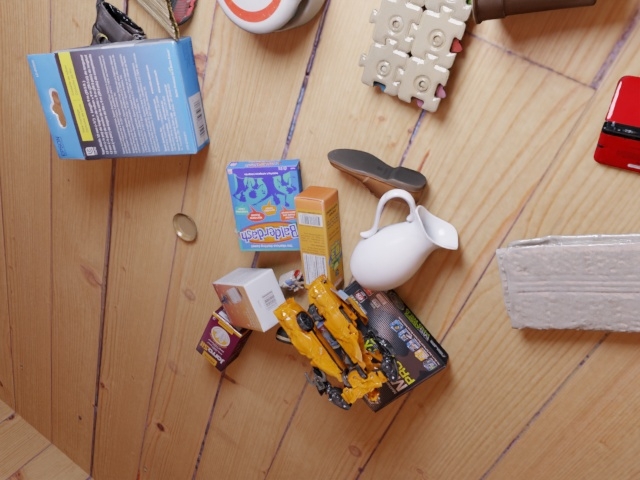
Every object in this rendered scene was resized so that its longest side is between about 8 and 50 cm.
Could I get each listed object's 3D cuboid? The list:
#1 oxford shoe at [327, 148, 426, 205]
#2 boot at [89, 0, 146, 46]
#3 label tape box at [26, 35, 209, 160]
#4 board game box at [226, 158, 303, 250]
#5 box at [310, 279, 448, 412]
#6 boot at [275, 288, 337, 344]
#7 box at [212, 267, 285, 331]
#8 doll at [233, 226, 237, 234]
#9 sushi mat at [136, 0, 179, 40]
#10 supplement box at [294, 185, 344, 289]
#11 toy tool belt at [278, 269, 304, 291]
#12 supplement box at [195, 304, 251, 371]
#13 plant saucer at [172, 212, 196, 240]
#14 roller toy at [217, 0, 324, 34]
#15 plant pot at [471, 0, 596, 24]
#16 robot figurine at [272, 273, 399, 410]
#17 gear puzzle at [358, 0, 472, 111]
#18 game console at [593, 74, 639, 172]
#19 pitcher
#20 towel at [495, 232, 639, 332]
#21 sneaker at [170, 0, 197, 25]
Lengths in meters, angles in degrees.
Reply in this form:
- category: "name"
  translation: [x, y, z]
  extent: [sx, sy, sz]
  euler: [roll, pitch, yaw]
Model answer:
- category: "oxford shoe"
  translation: [0.104, -0.124, 1.149]
  extent: [0.212, 0.076, 0.076]
  euler: [27, 136, 19]
- category: "boot"
  translation: [-0.478, -0.411, 1.365]
  extent: [0.263, 0.091, 0.229]
  euler: [45, 124, -2]
- category: "label tape box"
  translation: [-0.453, -0.322, 1.305]
  extent: [0.348, 0.115, 0.248]
  euler: [-1, 116, 11]
- category: "board game box"
  translation: [-0.117, -0.077, 1.293]
  extent: [0.160, 0.047, 0.210]
  euler: [-2, 118, 9]
- category: "box"
  translation: [0.121, 0.228, 1.296]
  extent: [0.216, 0.060, 0.270]
  euler: [-40, 90, 23]
- category: "boot"
  translation: [-0.029, 0.181, 1.407]
  extent: [0.198, 0.077, 0.136]
  euler: [-7, 106, 22]
- category: "box"
  translation: [-0.175, 0.146, 1.432]
  extent: [0.171, 0.091, 0.130]
  euler: [-3, 114, 53]
- category: "doll"
  translation: [-0.149, -0.088, 1.348]
  extent: [0.129, 0.046, 0.188]
  euler: [29, 122, 16]
- category: "sushi mat"
  translation: [-0.395, -0.555, 1.184]
  extent: [0.316, 0.019, 0.151]
  euler: [46, 161, 24]
- category: "supplement box"
  translation: [0.000, 0.000, 1.278]
  extent: [0.080, 0.078, 0.233]
  euler: [10, 120, 25]
- category: "toy tool belt"
  translation: [-0.061, 0.099, 1.397]
  extent: [0.051, 0.052, 0.083]
  euler: [35, 140, -28]
- category: "supplement box"
  translation: [-0.264, 0.265, 1.590]
  extent: [0.104, 0.081, 0.188]
  euler: [39, 129, 10]
- category: "plant saucer"
  translation: [-0.362, -0.039, 1.533]
  extent: [0.084, 0.015, 0.083]
  euler: [16, 123, 26]
- category: "roller toy"
  translation: [-0.095, -0.482, 1.034]
  extent: [0.191, 0.146, 0.209]
  euler: [15, 121, 26]
- category: "plant pot"
  translation: [0.313, -0.401, 0.814]
  extent: [0.165, 0.167, 0.166]
  euler: [6, 118, 21]
- category: "robot figurine"
  translation: [0.041, 0.226, 1.244]
  extent: [0.211, 0.085, 0.291]
  euler: [-37, 90, 24]
- category: "gear puzzle"
  translation: [0.182, -0.406, 0.969]
  extent: [0.176, 0.044, 0.338]
  euler: [28, 124, 20]
- category: "game console"
  translation: [0.521, -0.172, 0.887]
  extent: [0.144, 0.085, 0.124]
  euler: [20, 155, 24]
- category: "pitcher"
  translation: [0.143, 0.001, 1.149]
  extent: [0.178, 0.125, 0.207]
  euler: [44, 125, -13]
- category: "towel"
  translation: [0.471, 0.081, 1.035]
  extent: [0.283, 0.049, 0.187]
  euler: [-2, 115, 33]
- category: "sneaker"
  translation: [-0.312, -0.567, 1.139]
  extent: [0.098, 0.135, 0.275]
  euler: [25, 127, 18]
